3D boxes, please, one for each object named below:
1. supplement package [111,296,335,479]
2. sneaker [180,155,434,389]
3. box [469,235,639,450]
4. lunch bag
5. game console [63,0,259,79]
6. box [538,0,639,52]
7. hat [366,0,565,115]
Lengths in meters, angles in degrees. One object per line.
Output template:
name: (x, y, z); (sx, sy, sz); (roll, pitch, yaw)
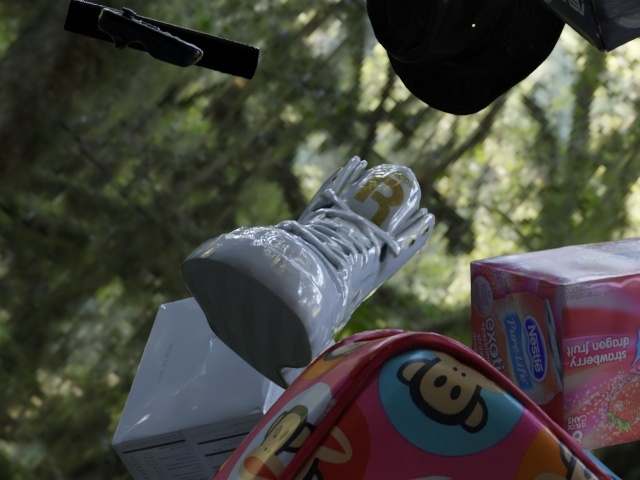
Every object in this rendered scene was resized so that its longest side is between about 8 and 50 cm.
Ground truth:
supplement package: (-0.109, 0.191, 1.894); (0.204, 0.261, 0.145); (-14, -56, 20)
sneaker: (0.000, 0.000, 1.035); (0.108, 0.169, 0.292); (39, -10, 5)
box: (0.294, 0.083, 1.371); (0.142, 0.300, 0.154); (16, -70, 61)
lunch bag: (0.057, 0.209, 0.664); (0.293, 0.258, 0.120); (41, -10, -8)
game console: (-0.164, -0.212, 1.612); (0.213, 0.043, 0.361); (14, 7, -8)
box: (0.327, -0.346, 1.497); (0.395, 0.318, 0.097); (-122, -171, -60)
hat: (0.146, -0.316, 1.921); (0.331, 0.134, 0.331); (9, -78, 46)
